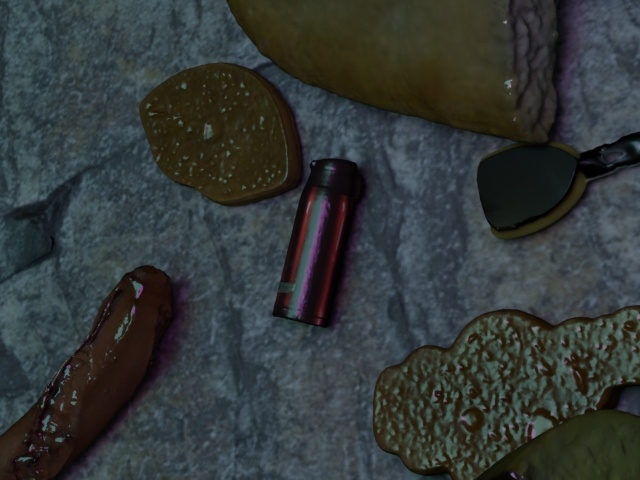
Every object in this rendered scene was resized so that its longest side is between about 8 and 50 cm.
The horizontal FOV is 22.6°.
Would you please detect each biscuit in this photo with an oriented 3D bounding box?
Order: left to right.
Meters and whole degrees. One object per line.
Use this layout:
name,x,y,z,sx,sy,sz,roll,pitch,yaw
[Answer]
biscuit,-0.102,-0.113,1.659,0.221,0.029,0.141,23,94,34
biscuit,0.042,-0.340,1.492,0.446,0.104,0.429,20,116,38
biscuit,0.183,0.148,1.419,0.295,0.044,0.186,0,77,31

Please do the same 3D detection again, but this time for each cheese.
cheese,0.220,-0.061,1.440,0.163,0.036,0.086,-20,68,28

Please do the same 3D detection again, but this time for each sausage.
sausage,-0.253,0.162,1.670,0.087,0.079,0.326,45,106,15

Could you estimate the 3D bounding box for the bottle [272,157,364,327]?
bottle,0.000,0.000,1.557,0.060,0.060,0.164,10,86,33

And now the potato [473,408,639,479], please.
potato,0.190,0.304,1.307,0.280,0.213,0.330,-25,96,46

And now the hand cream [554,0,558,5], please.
hand cream,0.155,-0.399,1.509,0.358,0.118,0.185,53,130,25
